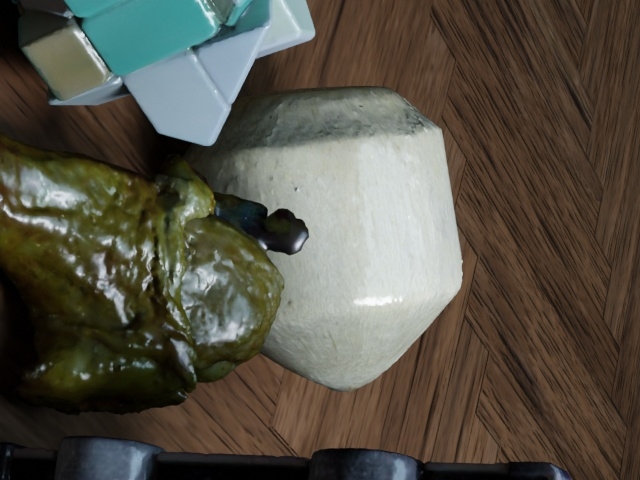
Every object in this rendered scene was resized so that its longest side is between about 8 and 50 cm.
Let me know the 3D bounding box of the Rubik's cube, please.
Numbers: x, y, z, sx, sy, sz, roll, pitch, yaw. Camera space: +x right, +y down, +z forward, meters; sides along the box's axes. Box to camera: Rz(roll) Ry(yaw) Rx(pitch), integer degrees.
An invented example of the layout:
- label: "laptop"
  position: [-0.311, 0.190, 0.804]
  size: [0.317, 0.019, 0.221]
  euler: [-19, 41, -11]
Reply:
- label: "Rubik's cube"
  position: [-0.114, -0.207, 1.276]
  size: [0.224, 0.265, 0.213]
  euler: [-100, 163, -46]

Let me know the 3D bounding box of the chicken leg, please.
- label: "chicken leg"
  position: [-0.188, 0.018, 1.269]
  size: [0.361, 0.140, 0.211]
  euler: [20, 82, -36]

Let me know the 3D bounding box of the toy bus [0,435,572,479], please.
- label: "toy bus"
  position: [-0.008, 0.263, 1.235]
  size: [0.249, 0.440, 0.209]
  euler: [31, 60, -59]

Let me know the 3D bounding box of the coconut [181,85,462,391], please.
- label: "coconut"
  position: [0.000, 0.000, 1.493]
  size: [0.237, 0.237, 0.265]
  euler: [-11, 91, -61]
